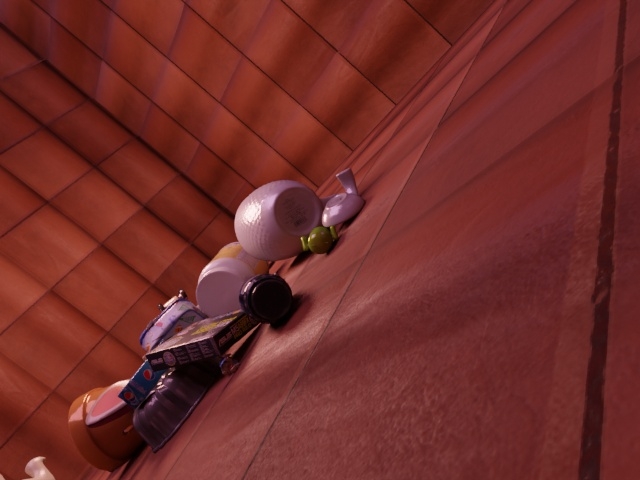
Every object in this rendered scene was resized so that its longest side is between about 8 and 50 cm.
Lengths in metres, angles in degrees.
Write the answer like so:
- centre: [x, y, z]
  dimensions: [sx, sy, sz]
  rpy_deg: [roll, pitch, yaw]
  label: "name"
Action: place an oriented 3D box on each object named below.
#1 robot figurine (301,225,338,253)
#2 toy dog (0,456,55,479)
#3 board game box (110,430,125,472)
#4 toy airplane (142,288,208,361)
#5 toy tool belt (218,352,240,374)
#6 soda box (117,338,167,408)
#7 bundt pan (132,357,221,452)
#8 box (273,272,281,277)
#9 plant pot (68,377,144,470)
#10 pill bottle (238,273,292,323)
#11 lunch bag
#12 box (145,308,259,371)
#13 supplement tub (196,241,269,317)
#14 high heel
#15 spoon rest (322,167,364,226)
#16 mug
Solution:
- centre: [0.000, 0.000, 1.302]
  dimensions: [0.101, 0.067, 0.115]
  rpy_deg: [-17, 11, 6]
  label: "robot figurine"
- centre: [-0.941, 0.844, 1.394]
  dimensions: [0.284, 0.408, 0.395]
  rpy_deg: [-46, 8, 32]
  label: "toy dog"
- centre: [-0.789, 0.758, 1.997]
  dimensions: [0.233, 0.078, 0.347]
  rpy_deg: [-44, 19, 37]
  label: "board game box"
- centre: [-0.576, 0.382, 2.157]
  dimensions: [0.385, 0.273, 0.384]
  rpy_deg: [-23, 17, 17]
  label: "toy airplane"
- centre: [-0.243, 0.319, 1.233]
  dimensions: [0.052, 0.051, 0.083]
  rpy_deg: [-53, 8, -18]
  label: "toy tool belt"
- centre: [-0.510, 0.395, 1.424]
  dimensions: [0.071, 0.067, 0.210]
  rpy_deg: [-46, 8, 27]
  label: "soda box"
- centre: [-0.448, 0.465, 1.457]
  dimensions: [0.331, 0.124, 0.331]
  rpy_deg: [-50, 7, 9]
  label: "bundt pan"
- centre: [-0.198, 0.200, 1.607]
  dimensions: [0.145, 0.038, 0.186]
  rpy_deg: [-49, 7, 15]
  label: "box"
- centre: [-0.707, 0.629, 1.698]
  dimensions: [0.203, 0.291, 0.291]
  rpy_deg: [-33, 8, 2]
  label: "plant pot"
- centre: [-0.137, 0.144, 1.189]
  dimensions: [0.123, 0.122, 0.219]
  rpy_deg: [-52, 8, -12]
  label: "pill bottle"
- centre: [-0.515, 0.366, 1.764]
  dimensions: [0.115, 0.303, 0.243]
  rpy_deg: [31, 73, 37]
  label: "lunch bag"
- centre: [-0.333, 0.281, 1.374]
  dimensions: [0.270, 0.060, 0.216]
  rpy_deg: [-20, 7, 29]
  label: "box"
- centre: [-0.344, 0.159, 1.891]
  dimensions: [0.241, 0.241, 0.331]
  rpy_deg: [-48, 8, 15]
  label: "supplement tub"
- centre: [-0.587, 0.531, 1.608]
  dimensions: [0.377, 0.182, 0.127]
  rpy_deg: [-33, 40, -30]
  label: "high heel"
- centre: [0.075, -0.119, 1.419]
  dimensions: [0.137, 0.084, 0.276]
  rpy_deg: [-24, 27, 23]
  label: "spoon rest"
- centre: [-0.089, -0.089, 1.668]
  dimensions: [0.373, 0.276, 0.328]
  rpy_deg: [-20, 2, -22]
  label: "mug"
